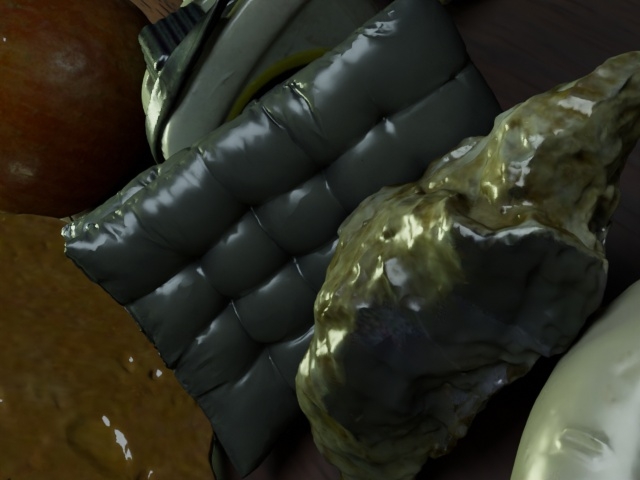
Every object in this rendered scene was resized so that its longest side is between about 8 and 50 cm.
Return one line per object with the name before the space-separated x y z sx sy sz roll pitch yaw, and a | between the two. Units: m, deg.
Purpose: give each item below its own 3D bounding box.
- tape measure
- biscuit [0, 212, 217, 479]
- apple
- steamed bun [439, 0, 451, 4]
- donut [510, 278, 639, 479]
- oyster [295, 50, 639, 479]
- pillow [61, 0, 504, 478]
tape measure | -0.051 -0.128 0.728 0.231 0.271 0.133 -39 45 6
biscuit | -0.241 0.122 0.717 0.351 0.312 0.057 54 143 28
apple | -0.326 -0.173 0.968 0.302 0.301 0.301 -19 51 26
steamed bun | 0.100 -0.311 0.864 0.192 0.106 0.177 26 74 35
donut | 0.251 0.145 0.411 0.383 0.142 0.382 -20 50 26
oyster | 0.083 0.034 0.544 0.341 0.166 0.110 -44 -2 28
pillow | 0.000 0.000 0.649 0.326 0.228 0.101 -34 15 10
